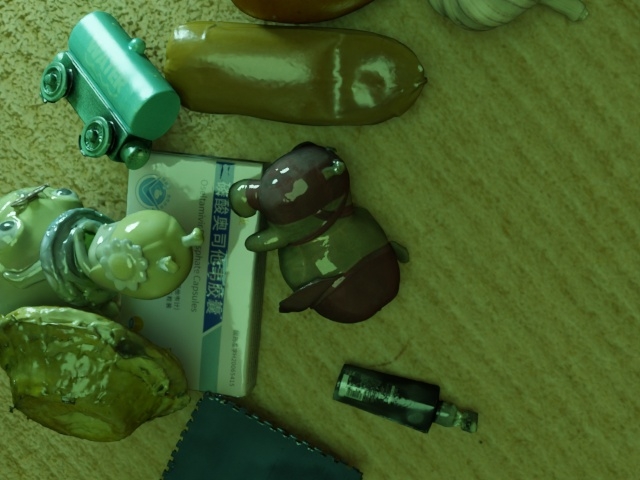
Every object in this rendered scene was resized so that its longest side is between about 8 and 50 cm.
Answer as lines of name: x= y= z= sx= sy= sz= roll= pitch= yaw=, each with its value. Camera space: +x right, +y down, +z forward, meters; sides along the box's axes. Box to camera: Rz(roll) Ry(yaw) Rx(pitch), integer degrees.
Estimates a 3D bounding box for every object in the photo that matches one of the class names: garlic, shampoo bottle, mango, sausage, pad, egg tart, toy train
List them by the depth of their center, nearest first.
garlic: x=0.261 y=-0.349 z=1.205 sx=0.226 sy=0.199 sz=0.199 roll=19 pitch=103 yaw=-27
mango: x=0.004 y=-0.378 z=1.232 sx=0.257 sy=0.138 sz=0.187 roll=5 pitch=71 yaw=9
egg tart: x=-0.321 y=0.196 z=1.263 sx=0.294 sy=0.295 sz=0.116 roll=5 pitch=56 yaw=9
sausage: x=-0.031 y=-0.226 z=1.271 sx=0.353 sy=0.116 sz=0.134 roll=7 pitch=95 yaw=6
toy train: x=-0.288 y=-0.211 z=1.289 sx=0.159 sy=0.101 sz=0.248 roll=-53 pitch=57 yaw=17
shampoo bottle: x=0.123 y=0.232 z=1.334 sx=0.207 sy=0.063 sz=0.057 roll=15 pitch=111 yaw=7
pad: x=-0.106 y=0.381 z=1.388 sx=0.269 sy=0.012 sz=0.270 roll=29 pitch=113 yaw=0

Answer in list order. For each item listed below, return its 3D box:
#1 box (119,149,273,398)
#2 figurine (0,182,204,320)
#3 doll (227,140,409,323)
box: x=-0.184 y=0.047 z=1.359 sx=0.200 sy=0.065 sz=0.343 roll=7 pitch=99 yaw=8
figurine: x=-0.300 y=0.044 z=1.260 sx=0.394 sy=0.226 sz=0.275 roll=-8 pitch=118 yaw=39
doll: x=0.000 y=-0.001 z=1.278 sx=0.196 sy=0.152 sz=0.256 roll=-29 pitch=103 yaw=3
